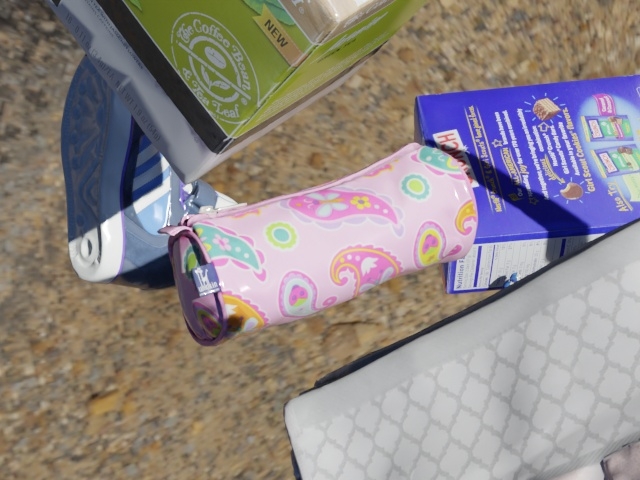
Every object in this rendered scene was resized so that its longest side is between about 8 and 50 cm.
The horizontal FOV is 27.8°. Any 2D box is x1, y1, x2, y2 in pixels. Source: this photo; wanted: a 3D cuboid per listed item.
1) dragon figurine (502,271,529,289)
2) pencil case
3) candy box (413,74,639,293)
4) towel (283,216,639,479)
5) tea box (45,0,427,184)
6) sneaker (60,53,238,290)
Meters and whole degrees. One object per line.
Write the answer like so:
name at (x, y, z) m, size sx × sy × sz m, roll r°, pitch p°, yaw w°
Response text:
dragon figurine at (0.290, 0.166, 1.539) m, size 0.144 × 0.085 × 0.289 m, roll 0°, pitch 117°, yaw 33°
pencil case at (0.000, 0.000, 1.157) m, size 0.284 × 0.124 × 0.124 m, roll -18°, pitch 84°, yaw -24°
candy box at (0.291, -0.074, 1.634) m, size 0.317 × 0.122 × 0.268 m, roll -4°, pitch 47°, yaw -3°
towel at (0.125, 0.136, 0.482) m, size 0.332 × 0.053 × 0.317 m, roll -30°, pitch 48°, yaw 28°
tea box at (-0.081, -0.279, 1.092) m, size 0.220 × 0.323 × 0.329 m, roll -37°, pitch 88°, yaw -34°
sneaker at (-0.217, -0.093, 1.746) m, size 0.130 × 0.236 × 0.322 m, roll -1°, pitch 88°, yaw 48°
